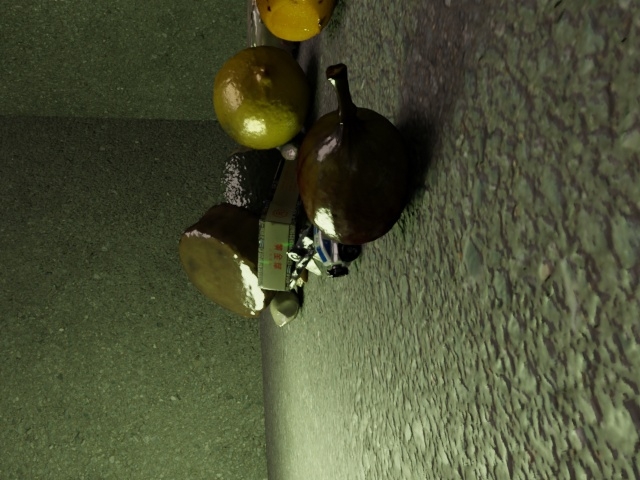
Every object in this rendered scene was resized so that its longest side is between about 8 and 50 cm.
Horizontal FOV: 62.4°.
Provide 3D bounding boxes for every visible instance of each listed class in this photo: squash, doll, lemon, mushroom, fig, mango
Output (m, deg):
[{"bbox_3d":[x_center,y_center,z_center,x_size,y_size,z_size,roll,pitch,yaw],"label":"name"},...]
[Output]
[{"bbox_3d":[-0.085,-0.273,1.504,0.238,0.069,0.069,-112,23,-63],"label":"squash"},{"bbox_3d":[-0.190,-0.133,1.700,0.247,0.248,0.349,122,136,-71],"label":"doll"},{"bbox_3d":[-0.147,-0.362,1.350,0.284,0.261,0.260,109,157,-56],"label":"lemon"},{"bbox_3d":[-0.108,0.179,1.611,0.212,0.088,0.096,-94,8,-59],"label":"mushroom"},{"bbox_3d":[0.037,-0.107,0.634,0.274,0.146,0.169,77,-174,-66],"label":"fig"},{"bbox_3d":[-0.037,-0.514,1.020,0.290,0.160,0.190,-177,95,-75],"label":"mango"}]

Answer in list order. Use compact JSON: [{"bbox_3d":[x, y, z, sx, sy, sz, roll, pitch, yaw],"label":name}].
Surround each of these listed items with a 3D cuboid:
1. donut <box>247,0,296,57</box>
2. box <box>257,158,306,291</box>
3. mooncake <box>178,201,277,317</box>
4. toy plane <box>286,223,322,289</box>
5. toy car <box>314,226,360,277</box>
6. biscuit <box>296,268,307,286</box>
[{"bbox_3d":[-0.150,-0.702,1.615,0.383,0.143,0.382,180,90,-79],"label":"donut"},{"bbox_3d":[-0.086,-0.045,1.306,0.310,0.084,0.198,-81,-2,-56],"label":"box"},{"bbox_3d":[-0.241,0.054,1.538,0.187,0.324,0.323,-52,-18,-39],"label":"mooncake"},{"bbox_3d":[-0.010,-0.005,1.096,0.262,0.088,0.192,113,-179,-57],"label":"toy plane"},{"bbox_3d":[0.027,-0.019,0.934,0.080,0.071,0.170,148,121,-77],"label":"toy car"},{"bbox_3d":[-0.071,0.047,1.560,0.228,0.031,0.176,178,92,-79],"label":"biscuit"}]
